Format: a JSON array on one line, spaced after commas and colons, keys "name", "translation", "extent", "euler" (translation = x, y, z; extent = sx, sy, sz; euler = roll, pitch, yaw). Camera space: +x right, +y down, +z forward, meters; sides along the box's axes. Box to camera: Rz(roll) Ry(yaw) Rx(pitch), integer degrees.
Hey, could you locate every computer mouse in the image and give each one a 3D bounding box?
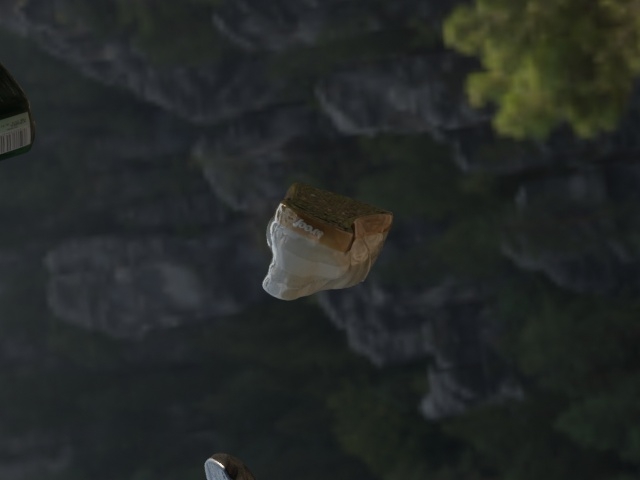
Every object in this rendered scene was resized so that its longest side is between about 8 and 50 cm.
[{"name": "computer mouse", "translation": [-0.063, 0.288, 1.753], "extent": [0.242, 0.041, 0.071], "euler": [28, 135, 59]}]

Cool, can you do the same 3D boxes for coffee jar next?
[{"name": "coffee jar", "translation": [-0.362, -0.098, 1.465], "extent": [0.096, 0.184, 0.079], "euler": [50, 147, 30]}]

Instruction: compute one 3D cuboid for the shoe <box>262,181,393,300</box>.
[{"name": "shoe", "translation": [0.000, 0.000, 1.120], "extent": [0.219, 0.076, 0.058], "euler": [-23, -46, -77]}]
